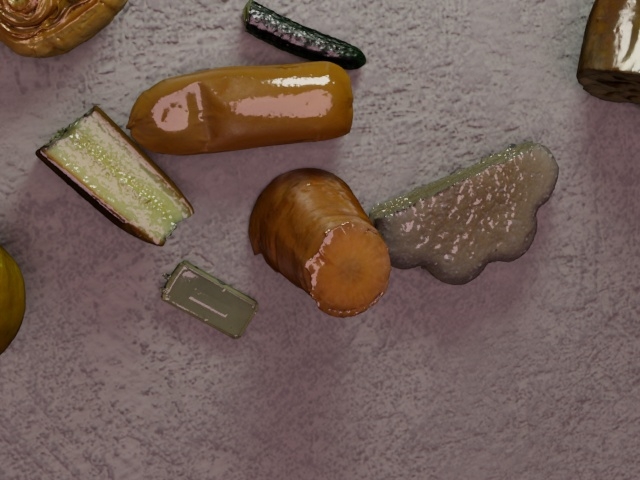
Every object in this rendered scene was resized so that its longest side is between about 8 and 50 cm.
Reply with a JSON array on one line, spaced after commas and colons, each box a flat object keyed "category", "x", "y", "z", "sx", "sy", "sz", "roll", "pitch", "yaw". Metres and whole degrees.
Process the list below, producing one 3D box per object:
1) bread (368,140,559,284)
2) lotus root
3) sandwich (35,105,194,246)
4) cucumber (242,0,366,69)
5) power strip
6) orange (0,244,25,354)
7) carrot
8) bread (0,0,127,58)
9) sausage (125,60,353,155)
[{"category": "bread", "x": 0.251, "y": -0.034, "z": 1.818, "sx": 0.337, "sy": 0.102, "sz": 0.183, "roll": -24, "pitch": 108, "yaw": -7}, {"category": "lotus root", "x": 0.570, "y": -0.316, "z": 1.755, "sx": 0.316, "sy": 0.316, "sz": 0.250, "roll": 13, "pitch": 81, "yaw": -12}, {"category": "sandwich", "x": -0.316, "y": -0.095, "z": 1.693, "sx": 0.122, "sy": 0.128, "sz": 0.236, "roll": -46, "pitch": 102, "yaw": -5}, {"category": "cucumber", "x": -0.025, "y": -0.319, "z": 1.736, "sx": 0.214, "sy": 0.052, "sz": 0.058, "roll": 21, "pitch": 69, "yaw": -15}, {"category": "power strip", "x": -0.189, "y": 0.096, "z": 1.803, "sx": 0.169, "sy": 0.028, "sz": 0.076, "roll": 31, "pitch": 95, "yaw": -16}, {"category": "orange", "x": -0.581, "y": 0.083, "z": 1.614, "sx": 0.279, "sy": 0.279, "sz": 0.235, "roll": -11, "pitch": 75, "yaw": -7}, {"category": "carrot", "x": 0.000, "y": 0.000, "z": 1.703, "sx": 0.195, "sy": 0.254, "sz": 0.196, "roll": -3, "pitch": 104, "yaw": -13}, {"category": "bread", "x": -0.399, "y": -0.387, "z": 1.620, "sx": 0.236, "sy": 0.120, "sz": 0.198, "roll": -36, "pitch": 104, "yaw": 0}, {"category": "sausage", "x": -0.128, "y": -0.207, "z": 1.708, "sx": 0.353, "sy": 0.116, "sz": 0.134, "roll": -5, "pitch": 116, "yaw": -6}]
